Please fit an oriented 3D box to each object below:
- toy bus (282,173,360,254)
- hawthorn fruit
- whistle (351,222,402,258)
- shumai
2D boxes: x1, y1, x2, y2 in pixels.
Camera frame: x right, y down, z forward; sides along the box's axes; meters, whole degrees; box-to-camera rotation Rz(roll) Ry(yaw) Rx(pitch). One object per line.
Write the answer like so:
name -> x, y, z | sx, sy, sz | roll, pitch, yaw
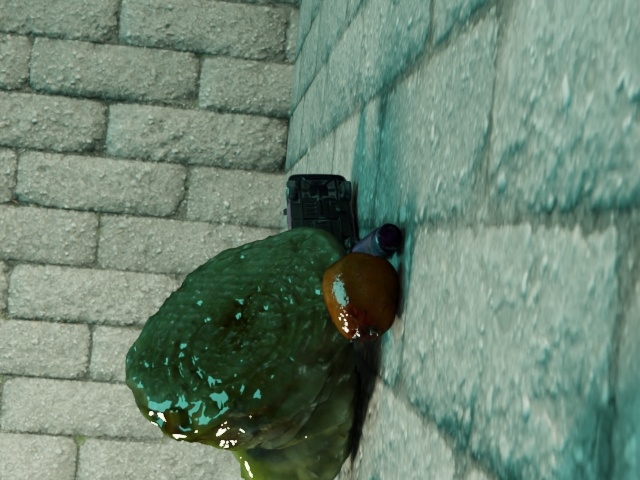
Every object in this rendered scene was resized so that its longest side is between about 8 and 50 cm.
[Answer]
toy bus -> 0.000, 0.000, 1.347 | 0.199, 0.096, 0.108 | -96, 8, -46
hawthorn fruit -> 0.041, 0.062, 0.991 | 0.081, 0.081, 0.093 | 104, 168, -55
whistle -> 0.059, 0.007, 1.071 | 0.176, 0.033, 0.033 | 133, 142, -81
shumai -> -0.045, 0.168, 1.209 | 0.309, 0.304, 0.263 | 27, 157, 50
